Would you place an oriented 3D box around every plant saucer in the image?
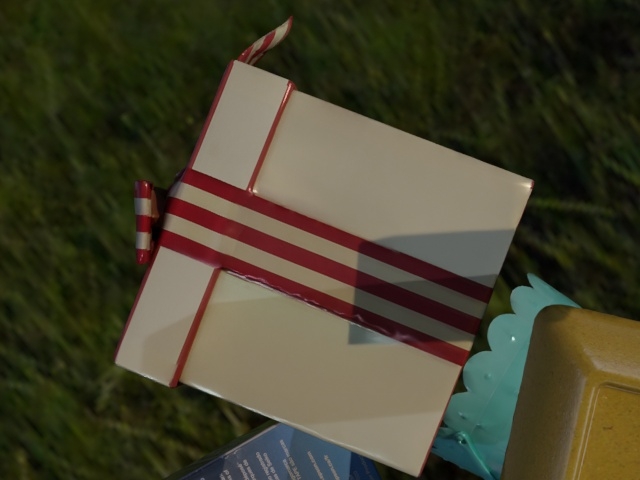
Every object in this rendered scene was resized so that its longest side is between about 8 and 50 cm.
[{"bbox_3d":[0.313,0.247,1.416,0.081,0.333,0.332,27,-105,-84],"label":"plant saucer"}]

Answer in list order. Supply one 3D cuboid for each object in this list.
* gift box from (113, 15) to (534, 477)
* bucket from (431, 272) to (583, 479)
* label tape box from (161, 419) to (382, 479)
[{"bbox_3d":[0.000,0.000,1.233,0.255,0.258,0.276,79,-149,-83],"label":"gift box"},{"bbox_3d":[0.278,0.201,2.144,0.281,0.183,0.281,-54,-12,-18],"label":"bucket"},{"bbox_3d":[-0.076,0.332,1.672,0.334,0.240,0.106,-26,1,-32],"label":"label tape box"}]
